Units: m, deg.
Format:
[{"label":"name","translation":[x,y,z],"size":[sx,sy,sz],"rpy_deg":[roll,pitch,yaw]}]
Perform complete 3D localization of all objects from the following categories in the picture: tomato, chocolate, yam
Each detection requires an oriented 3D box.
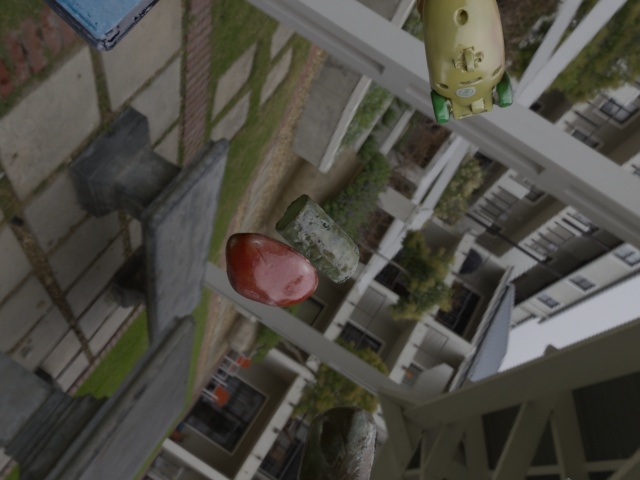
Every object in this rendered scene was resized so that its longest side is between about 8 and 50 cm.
[{"label":"tomato","translation":[-0.092,0.067,1.060],"size":[0.166,0.174,0.082],"rpy_deg":[102,3,-56]},{"label":"chocolate","translation":[0.016,0.423,1.132],"size":[0.157,0.080,0.254],"rpy_deg":[-23,-147,30]},{"label":"yam","translation":[0.000,0.000,1.321],"size":[0.107,0.194,0.107],"rpy_deg":[-40,-160,17]}]

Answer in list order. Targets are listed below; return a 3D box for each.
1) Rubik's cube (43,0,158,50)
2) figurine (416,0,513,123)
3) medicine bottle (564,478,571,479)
[{"label":"Rubik's cube","translation":[-0.369,-0.559,0.978],"size":[0.318,0.313,0.316],"rpy_deg":[-40,-146,10]},{"label":"figurine","translation":[0.215,-0.322,0.914],"size":[0.324,0.124,0.222],"rpy_deg":[40,42,-68]},{"label":"medicine bottle","translation":[0.290,0.492,0.891],"size":[0.293,0.170,0.170],"rpy_deg":[-36,-179,8]}]
